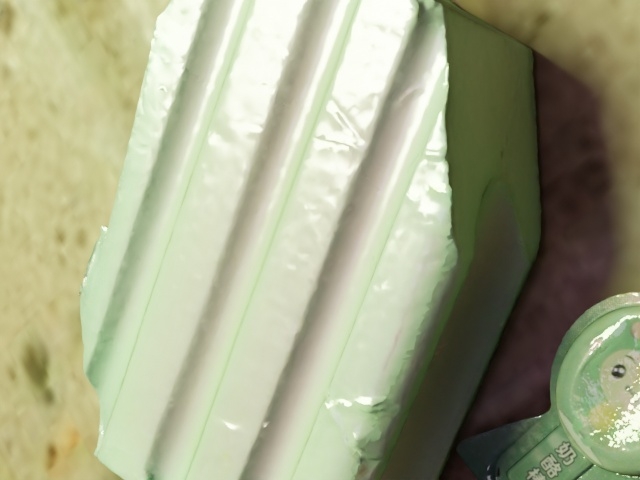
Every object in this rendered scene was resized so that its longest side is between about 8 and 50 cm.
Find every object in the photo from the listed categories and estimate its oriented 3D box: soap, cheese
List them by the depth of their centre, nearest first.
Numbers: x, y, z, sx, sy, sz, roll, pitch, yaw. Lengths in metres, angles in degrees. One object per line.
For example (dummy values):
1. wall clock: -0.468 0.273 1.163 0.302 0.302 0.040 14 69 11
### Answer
1. cheese: 0.102 0.064 0.522 0.067 0.026 0.120 54 126 21
2. soap: 0.000 0.000 0.555 0.145 0.091 0.230 32 112 27
